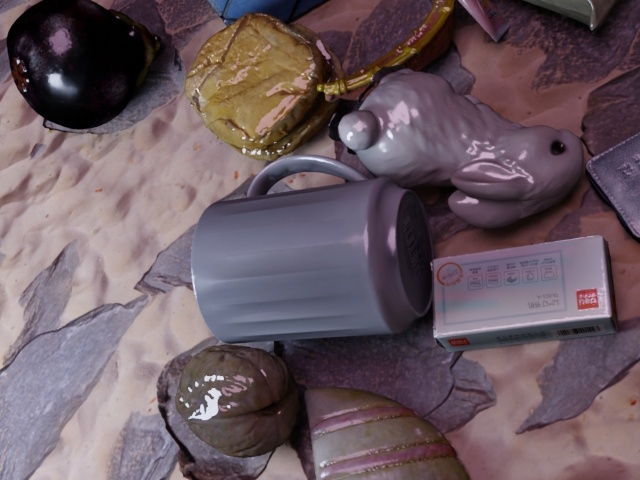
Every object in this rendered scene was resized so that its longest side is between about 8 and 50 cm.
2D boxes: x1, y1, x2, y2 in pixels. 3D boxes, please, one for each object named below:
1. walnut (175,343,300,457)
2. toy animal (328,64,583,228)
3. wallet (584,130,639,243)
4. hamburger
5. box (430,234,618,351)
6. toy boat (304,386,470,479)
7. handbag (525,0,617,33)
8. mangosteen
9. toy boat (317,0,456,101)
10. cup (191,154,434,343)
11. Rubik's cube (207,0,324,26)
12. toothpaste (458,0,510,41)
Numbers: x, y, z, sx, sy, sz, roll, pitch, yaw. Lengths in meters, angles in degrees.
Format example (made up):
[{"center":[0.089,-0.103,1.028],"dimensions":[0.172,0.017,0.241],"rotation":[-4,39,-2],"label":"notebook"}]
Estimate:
[{"center":[-0.135,0.246,1.546],"dimensions":[0.230,0.178,0.178],"rotation":[4,68,44],"label":"walnut"},{"center":[0.221,-0.140,1.558],"dimensions":[0.357,0.194,0.258],"rotation":[25,41,26],"label":"toy animal"},{"center":[0.527,-0.106,1.494],"dimensions":[0.222,0.036,0.167],"rotation":[-31,58,8],"label":"wallet"},{"center":[-0.101,-0.282,1.798],"dimensions":[0.259,0.144,0.283],"rotation":[-44,61,5],"label":"hamburger"},{"center":[0.299,0.080,1.483],"dimensions":[0.269,0.079,0.135],"rotation":[-9,62,20],"label":"box"},{"center":[0.077,0.341,1.450],"dimensions":[0.275,0.111,0.294],"rotation":[1,57,17],"label":"toy boat"},{"center":[0.402,-0.499,1.694],"dimensions":[0.315,0.109,0.253],"rotation":[32,77,33],"label":"handbag"},{"center":[-0.449,-0.356,1.947],"dimensions":[0.302,0.275,0.275],"rotation":[-24,51,-31],"label":"mangosteen"},{"center":[0.134,-0.324,1.717],"dimensions":[0.318,0.099,0.141],"rotation":[-41,12,-13],"label":"toy boat"},{"center":[0.000,0.000,1.569],"dimensions":[0.326,0.237,0.323],"rotation":[-8,58,22],"label":"cup"},{"center":[-0.130,-0.534,1.891],"dimensions":[0.205,0.205,0.207],"rotation":[-29,57,9],"label":"Rubik's cube"},{"center":[0.248,-0.424,1.695],"dimensions":[0.043,0.194,0.067],"rotation":[-35,10,47],"label":"toothpaste"}]
